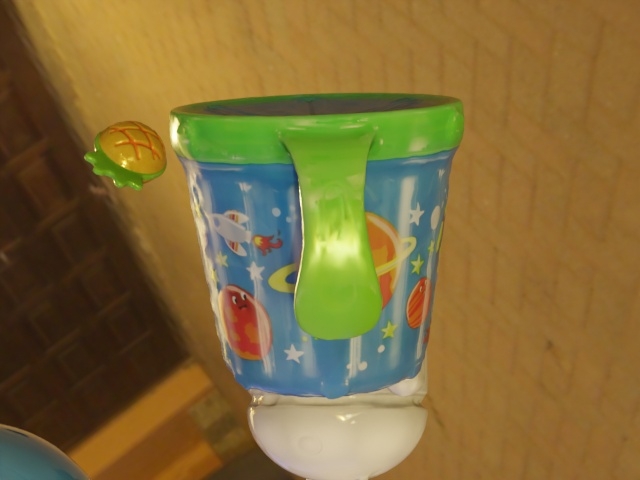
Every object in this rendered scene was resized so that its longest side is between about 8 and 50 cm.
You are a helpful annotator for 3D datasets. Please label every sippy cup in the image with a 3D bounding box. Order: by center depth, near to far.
[{"bbox_3d":[0.000,0.000,0.944,0.240,0.305,0.224,5,104,31],"label":"sippy cup"}]

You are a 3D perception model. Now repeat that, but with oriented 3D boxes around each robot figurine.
[{"bbox_3d":[0.020,0.112,1.297,0.300,0.199,0.354,-15,72,62],"label":"robot figurine"}]

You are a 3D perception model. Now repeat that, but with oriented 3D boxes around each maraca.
[{"bbox_3d":[-0.323,-0.139,1.955,0.127,0.099,0.186,28,-152,-2],"label":"maraca"}]

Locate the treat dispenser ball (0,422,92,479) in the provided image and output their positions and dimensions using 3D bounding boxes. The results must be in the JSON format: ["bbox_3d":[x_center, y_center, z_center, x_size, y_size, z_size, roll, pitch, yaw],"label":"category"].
[{"bbox_3d":[-0.308,0.293,0.979,0.288,0.288,0.288,49,166,17],"label":"treat dispenser ball"}]
